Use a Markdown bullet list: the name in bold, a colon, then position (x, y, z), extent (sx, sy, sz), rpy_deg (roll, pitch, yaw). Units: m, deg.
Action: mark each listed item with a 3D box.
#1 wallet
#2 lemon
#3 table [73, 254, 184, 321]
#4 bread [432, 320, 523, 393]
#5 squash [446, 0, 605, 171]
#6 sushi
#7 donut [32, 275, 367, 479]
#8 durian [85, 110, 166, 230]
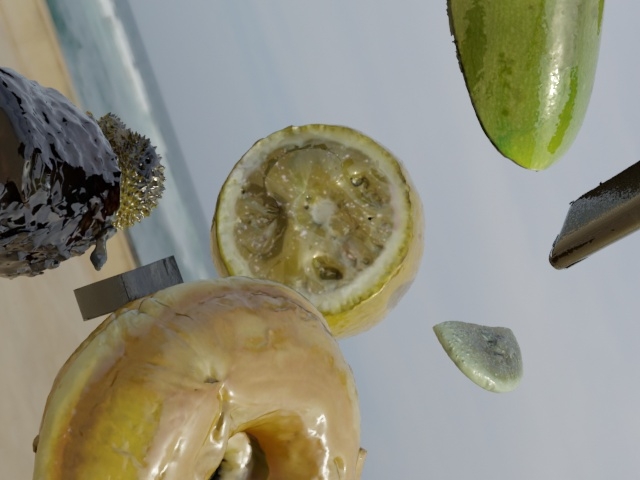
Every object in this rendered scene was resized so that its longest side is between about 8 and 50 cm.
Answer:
- **wallet**: position (0.325, -0.044, 1.204), extent (0.031, 0.110, 0.198), rpy_deg (41, -43, -12)
- **lemon**: position (0.000, 0.000, 1.855), extent (0.364, 0.364, 0.364), rpy_deg (160, -90, -85)
- **table**: position (-0.239, 0.060, 1.448), extent (0.133, 0.133, 0.043), rpy_deg (174, -104, -85)
- **bread**: position (0.253, 0.174, 1.725), extent (0.193, 0.036, 0.112), rpy_deg (10, 47, -45)
- **squash**: position (0.303, -0.272, 1.696), extent (0.210, 0.233, 0.309), rpy_deg (33, -52, 42)
- **sushi**: position (-0.458, -0.092, 1.609), extent (0.294, 0.299, 0.281), rpy_deg (27, 53, -64)
- **donut**: position (-0.127, 0.254, 1.293), extent (0.198, 0.449, 0.449), rpy_deg (16, -47, 45)
- **durian**: position (-0.370, -0.143, 2.205), extent (0.193, 0.137, 0.237), rpy_deg (-62, 142, -44)
